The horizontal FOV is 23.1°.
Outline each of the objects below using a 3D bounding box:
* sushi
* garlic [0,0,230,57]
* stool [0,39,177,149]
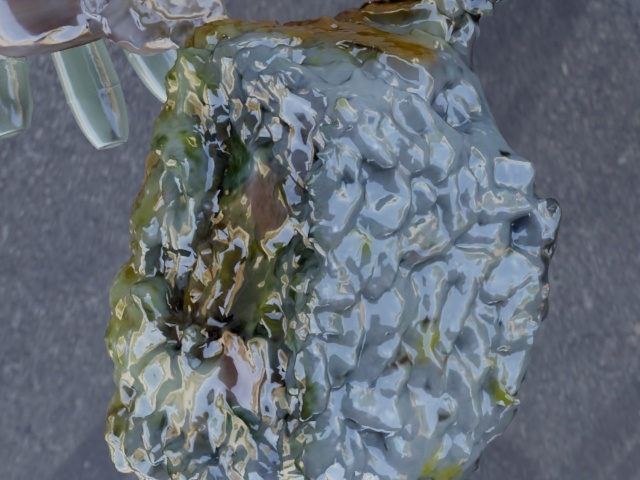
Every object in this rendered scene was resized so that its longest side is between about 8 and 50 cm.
[{"bbox_3d":[0.000,0.000,0.702,0.139,0.184,0.274,2,100,-41],"label":"sushi"},{"bbox_3d":[-0.137,-0.207,0.900,0.160,0.191,0.214,-14,112,-22],"label":"garlic"},{"bbox_3d":[-0.220,-0.168,1.205,0.195,0.195,0.199,-18,87,-32],"label":"stool"}]
